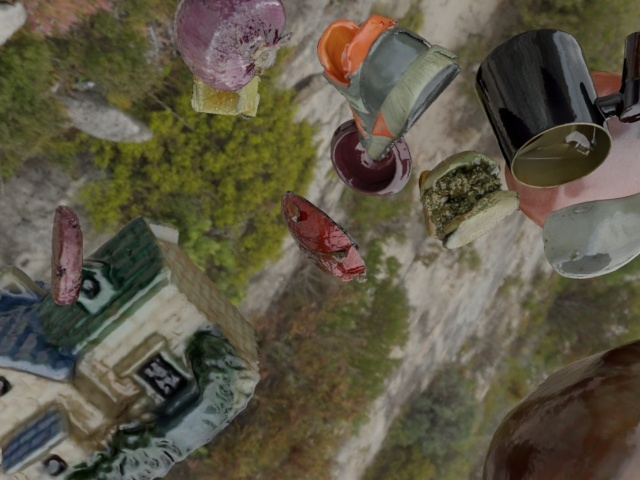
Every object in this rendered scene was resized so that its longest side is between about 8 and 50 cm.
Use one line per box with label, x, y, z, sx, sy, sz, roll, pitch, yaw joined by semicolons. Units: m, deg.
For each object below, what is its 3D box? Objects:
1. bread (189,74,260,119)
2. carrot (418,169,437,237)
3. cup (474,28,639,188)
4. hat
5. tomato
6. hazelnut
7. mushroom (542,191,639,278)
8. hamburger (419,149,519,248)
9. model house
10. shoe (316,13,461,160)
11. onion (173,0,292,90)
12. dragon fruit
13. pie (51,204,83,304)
bread;-0.239;-0.396;1.847;0.160;0.169;0.140;-19;116;-62
carrot;0.237;-0.075;1.485;0.042;0.042;0.170;-47;140;-31
cup;0.342;-0.207;0.984;0.239;0.166;0.176;-50;-144;46
hat;0.117;-0.191;1.550;0.089;0.206;0.205;-45;155;-47
tomato;0.543;-0.176;1.415;0.341;0.342;0.273;-58;172;-6
hazelnut;0.398;0.305;0.920;0.366;0.366;0.365;-48;156;-30
mushroom;0.446;-0.019;1.019;0.225;0.116;0.093;-20;-176;26
hamburger;0.252;-0.071;1.211;0.159;0.131;0.185;-15;153;-27
model house;-0.393;0.191;1.197;0.445;0.400;0.395;-36;-166;6
shoe;0.065;-0.215;0.934;0.132;0.171;0.336;-49;-178;-2
onion;-0.255;-0.514;1.579;0.267;0.348;0.159;-52;159;21
dragon fruit;0.000;0.000;2.003;0.100;0.343;0.282;-43;-173;-19
pie;-0.371;0.020;1.006;0.038;0.153;0.153;2;123;-24
